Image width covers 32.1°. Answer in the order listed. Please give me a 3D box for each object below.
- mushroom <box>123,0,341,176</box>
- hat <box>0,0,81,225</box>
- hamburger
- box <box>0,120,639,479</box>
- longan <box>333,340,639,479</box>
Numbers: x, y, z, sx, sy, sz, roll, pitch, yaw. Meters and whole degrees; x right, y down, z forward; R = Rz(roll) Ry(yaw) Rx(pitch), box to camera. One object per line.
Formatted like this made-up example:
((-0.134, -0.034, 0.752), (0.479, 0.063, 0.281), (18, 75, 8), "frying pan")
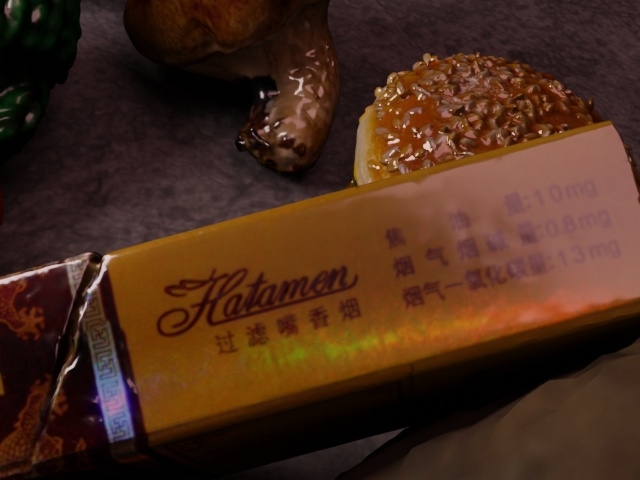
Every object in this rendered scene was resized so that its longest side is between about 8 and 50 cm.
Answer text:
((-0.059, -0.230, 1.112), (0.267, 0.254, 0.267), (-3, 35, 2), "mushroom")
((-0.326, -0.119, 0.925), (0.274, 0.242, 0.332), (-7, 77, -13), "hat")
((0.141, -0.018, 0.971), (0.291, 0.225, 0.291), (12, 50, -14), "hamburger")
((-0.018, 0.068, 0.700), (0.415, 0.264, 0.115), (-15, 75, 1), "box")
((0.172, 0.264, 0.594), (0.404, 0.436, 0.404), (45, 29, -33), "longan")
